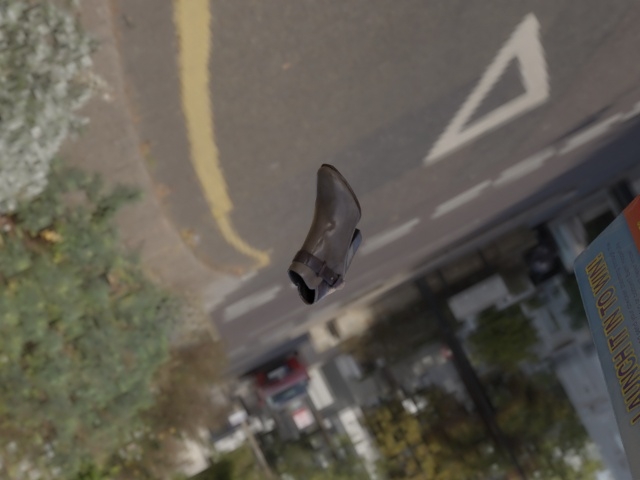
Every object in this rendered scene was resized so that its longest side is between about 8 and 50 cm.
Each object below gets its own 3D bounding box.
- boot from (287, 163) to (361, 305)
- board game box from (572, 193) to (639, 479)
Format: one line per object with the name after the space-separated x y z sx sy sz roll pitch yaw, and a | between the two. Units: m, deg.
0.000 0.000 1.221 0.042 0.118 0.087 16 -127 37 | boot
0.297 0.011 0.768 0.302 0.086 0.308 -49 -162 25 | board game box
